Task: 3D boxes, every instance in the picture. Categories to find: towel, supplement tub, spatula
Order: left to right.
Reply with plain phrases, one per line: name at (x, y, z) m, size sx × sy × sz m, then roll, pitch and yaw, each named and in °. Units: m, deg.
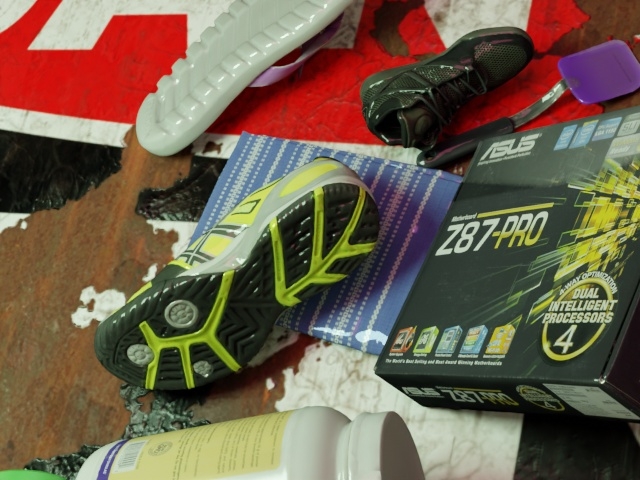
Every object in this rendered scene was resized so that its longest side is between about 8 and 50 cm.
supplement tub at (-0.066, 0.303, 1.471) m, size 0.331 × 0.241 × 0.241 m, roll -11°, pitch 59°, yaw 15°
towel at (0.000, 0.000, 1.743) m, size 0.336 × 0.040 × 0.243 m, roll 15°, pitch 71°, yaw 29°
spatula at (0.251, -0.157, 1.729) m, size 0.296 × 0.030 × 0.084 m, roll -28°, pitch 57°, yaw 5°

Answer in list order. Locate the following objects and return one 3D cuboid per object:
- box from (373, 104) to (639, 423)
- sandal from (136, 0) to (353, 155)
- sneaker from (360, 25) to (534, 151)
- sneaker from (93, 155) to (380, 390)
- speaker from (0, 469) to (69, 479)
box at (0.248, 0.024, 1.471) m, size 0.395 × 0.097 × 0.318 m, roll -6°, pitch 52°, yaw 61°
sandal at (-0.069, -0.253, 1.874) m, size 0.416 × 0.102 × 0.169 m, roll -37°, pitch 40°, yaw 14°
sneaker at (0.157, -0.177, 1.727) m, size 0.227 × 0.087 × 0.130 m, roll -19°, pitch 38°, yaw 14°
sneaker at (-0.098, 0.043, 1.684) m, size 0.384 × 0.145 × 0.147 m, roll -32°, pitch 26°, yaw 9°
speaker at (-0.342, 0.414, 1.586) m, size 0.131 × 0.131 × 0.296 m, roll -8°, pitch 60°, yaw 17°
